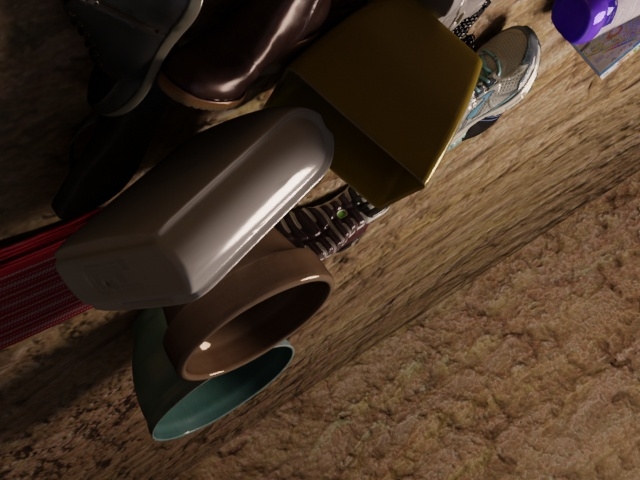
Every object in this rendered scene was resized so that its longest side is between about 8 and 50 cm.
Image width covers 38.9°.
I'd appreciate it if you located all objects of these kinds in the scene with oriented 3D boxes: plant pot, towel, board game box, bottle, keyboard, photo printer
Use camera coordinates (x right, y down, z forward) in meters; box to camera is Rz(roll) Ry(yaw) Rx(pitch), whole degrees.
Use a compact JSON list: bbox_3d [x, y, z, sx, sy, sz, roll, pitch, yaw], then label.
[{"bbox_3d":[-0.222,0.198,1.641,0.293,0.196,0.293,-31,162,-11],"label":"plant pot"},{"bbox_3d":[0.077,-0.190,1.154,0.187,0.212,0.212,-52,-174,-12],"label":"plant pot"},{"bbox_3d":[-0.384,0.058,1.285,0.199,0.031,0.275,-26,161,-31],"label":"towel"},{"bbox_3d":[0.543,-0.385,1.659,0.154,0.103,0.026,-40,161,17],"label":"board game box"},{"bbox_3d":[0.525,-0.431,1.533,0.282,0.092,0.118,-29,161,-18],"label":"bottle"},{"bbox_3d":[0.200,-0.297,1.396,0.100,0.038,0.192,-14,153,-47],"label":"keyboard"},{"bbox_3d":[-0.149,0.044,1.334,0.263,0.229,0.263,-31,161,-12],"label":"plant pot"},{"bbox_3d":[-0.140,-0.049,1.086,0.256,0.107,0.307,-8,-149,48],"label":"photo printer"}]

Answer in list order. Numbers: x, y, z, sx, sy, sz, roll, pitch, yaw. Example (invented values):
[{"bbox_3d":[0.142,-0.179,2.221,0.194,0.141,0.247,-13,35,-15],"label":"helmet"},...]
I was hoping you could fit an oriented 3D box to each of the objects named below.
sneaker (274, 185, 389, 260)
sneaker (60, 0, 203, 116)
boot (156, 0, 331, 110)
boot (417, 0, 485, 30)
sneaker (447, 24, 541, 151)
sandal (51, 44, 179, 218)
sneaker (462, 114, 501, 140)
[{"bbox_3d":[0.000,0.000,1.684,0.281,0.106,0.162,-26,162,-27],"label":"sneaker"},{"bbox_3d":[-0.213,-0.207,0.885,0.118,0.083,0.222,6,148,-34],"label":"sneaker"},{"bbox_3d":[-0.061,-0.253,0.959,0.248,0.090,0.207,-37,163,-53],"label":"boot"},{"bbox_3d":[0.163,-0.332,1.161,0.123,0.095,0.258,-38,178,-12],"label":"boot"},{"bbox_3d":[0.241,-0.243,1.492,0.283,0.110,0.122,-44,156,26],"label":"sneaker"},{"bbox_3d":[-0.238,-0.130,1.055,0.254,0.054,0.097,-53,163,21],"label":"sandal"},{"bbox_3d":[0.302,-0.259,1.608,0.090,0.081,0.232,-18,162,-47],"label":"sneaker"}]
